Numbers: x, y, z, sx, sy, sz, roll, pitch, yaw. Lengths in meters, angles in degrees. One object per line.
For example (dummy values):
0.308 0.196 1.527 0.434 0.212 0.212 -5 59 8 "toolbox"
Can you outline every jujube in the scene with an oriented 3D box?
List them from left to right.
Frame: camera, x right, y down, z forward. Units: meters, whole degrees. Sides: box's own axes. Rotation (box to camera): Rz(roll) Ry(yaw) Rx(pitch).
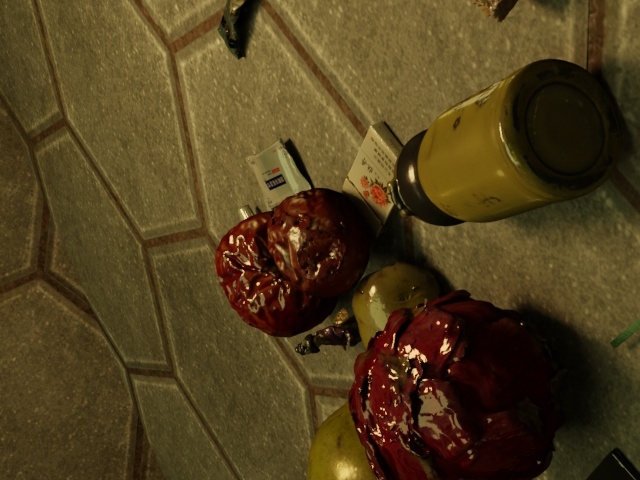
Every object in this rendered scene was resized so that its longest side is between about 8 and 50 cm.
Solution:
-0.082 0.069 2.069 0.232 0.213 0.213 57 152 13 "jujube"
0.000 0.000 1.877 0.243 0.184 0.183 -113 6 -74 "jujube"

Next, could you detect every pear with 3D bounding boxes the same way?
0.101 0.434 2.023 0.307 0.253 0.252 -127 27 -43 "pear"

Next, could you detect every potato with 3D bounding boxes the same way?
0.139 0.136 1.811 0.154 0.137 0.200 -26 88 62 "potato"

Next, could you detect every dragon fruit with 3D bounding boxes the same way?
0.196 0.232 1.603 0.329 0.329 0.329 41 145 38 "dragon fruit"

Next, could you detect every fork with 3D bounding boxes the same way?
0.428 0.083 1.381 0.039 0.021 0.235 60 155 18 "fork"

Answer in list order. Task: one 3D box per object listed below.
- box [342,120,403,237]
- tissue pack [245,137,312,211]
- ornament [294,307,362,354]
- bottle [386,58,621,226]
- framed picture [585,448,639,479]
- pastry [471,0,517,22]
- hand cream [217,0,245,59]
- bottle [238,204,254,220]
0.096 -0.098 1.809 0.109 0.029 0.198 54 151 18 "box"
-0.084 -0.125 2.108 0.193 0.026 0.122 -18 97 63 "tissue pack"
0.050 0.160 1.932 0.081 0.203 0.088 6 116 50 "ornament"
0.217 -0.110 1.433 0.171 0.172 0.351 66 155 -3 "bottle"
0.468 0.488 1.659 0.255 0.014 0.338 51 151 24 "framed picture"
0.234 -0.366 1.253 0.112 0.103 0.265 44 145 3 "pastry"
-0.143 -0.422 1.956 0.248 0.052 0.075 114 148 -63 "hand cream"
-0.108 0.026 2.243 0.217 0.060 0.060 59 153 8 "bottle"
